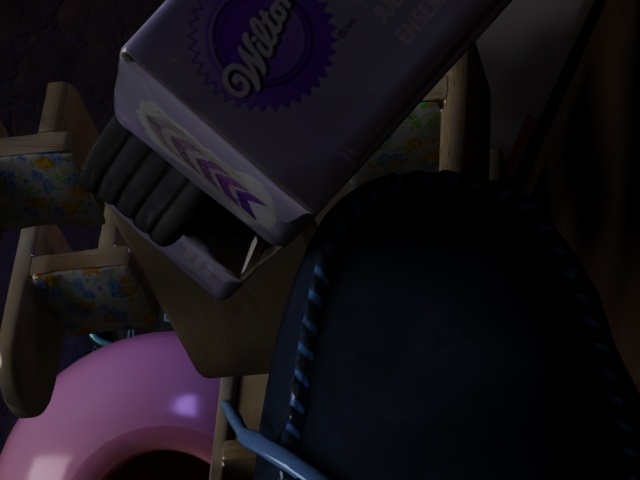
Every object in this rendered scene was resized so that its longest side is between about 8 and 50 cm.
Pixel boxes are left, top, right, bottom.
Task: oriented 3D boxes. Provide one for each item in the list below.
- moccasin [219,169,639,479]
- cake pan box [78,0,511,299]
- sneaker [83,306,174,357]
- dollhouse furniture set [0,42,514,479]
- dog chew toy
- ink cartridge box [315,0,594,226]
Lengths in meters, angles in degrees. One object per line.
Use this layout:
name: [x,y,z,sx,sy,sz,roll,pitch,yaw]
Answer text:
moccasin: [0.051,0.129,0.476,0.117,0.138,0.342,81,-179,-65]
cake pan box: [0.037,-0.099,0.592,0.267,0.070,0.246,-50,0,-9]
sneaker: [-0.108,0.064,1.370,0.267,0.106,0.101,112,164,-67]
dollhouse furniture set: [-0.023,0.058,0.814,0.242,0.212,0.161,67,-158,-49]
dog chew toy: [-0.080,0.158,1.189,0.332,0.207,0.206,90,-171,-87]
ink cartridge box: [0.042,-0.165,0.895,0.207,0.117,0.283,108,168,-52]
